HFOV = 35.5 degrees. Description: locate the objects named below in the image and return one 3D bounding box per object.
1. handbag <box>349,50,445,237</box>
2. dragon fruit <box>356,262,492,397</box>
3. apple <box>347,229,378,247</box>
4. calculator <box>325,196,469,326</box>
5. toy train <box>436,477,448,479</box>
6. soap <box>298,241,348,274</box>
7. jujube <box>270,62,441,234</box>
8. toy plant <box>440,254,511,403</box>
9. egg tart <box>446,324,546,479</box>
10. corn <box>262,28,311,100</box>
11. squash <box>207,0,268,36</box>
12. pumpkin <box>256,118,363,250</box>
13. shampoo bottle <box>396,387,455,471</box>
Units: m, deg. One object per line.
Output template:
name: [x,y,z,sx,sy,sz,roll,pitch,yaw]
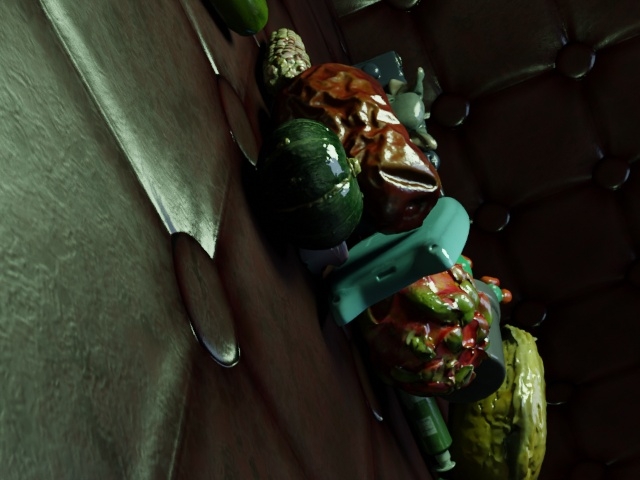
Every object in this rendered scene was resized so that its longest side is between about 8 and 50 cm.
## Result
handbag: [0.096,-0.190,1.849,0.118,0.269,0.326,48,23,-58]
dragon fruit: [0.184,0.132,1.776,0.231,0.237,0.303,64,19,-45]
apple: [0.134,-0.086,2.027,0.252,0.206,0.272,-105,167,-46]
calculator: [0.124,0.017,1.634,0.054,0.256,0.386,59,14,-7]
toy train: [0.259,0.512,1.450,0.237,0.150,0.369,-10,77,-50]
soap: [0.000,0.000,1.585,0.149,0.056,0.100,-21,92,-79]
jujube: [0.057,-0.146,1.593,0.342,0.216,0.216,54,-1,40]
toy plant: [0.258,0.137,2.040,0.400,0.279,0.185,-95,170,-50]
egg tart: [0.356,0.389,2.099,0.443,0.178,0.443,3,90,-88]
corn: [-0.058,-0.322,1.812,0.280,0.092,0.092,-93,159,-64]
squash: [-0.163,-0.430,1.505,0.331,0.087,0.087,61,13,-50]
pumpkin: [-0.014,-0.079,1.415,0.190,0.146,0.190,174,-90,-83]
shampoo bottle: [0.205,0.353,1.927,0.065,0.065,0.205,-64,131,-76]
